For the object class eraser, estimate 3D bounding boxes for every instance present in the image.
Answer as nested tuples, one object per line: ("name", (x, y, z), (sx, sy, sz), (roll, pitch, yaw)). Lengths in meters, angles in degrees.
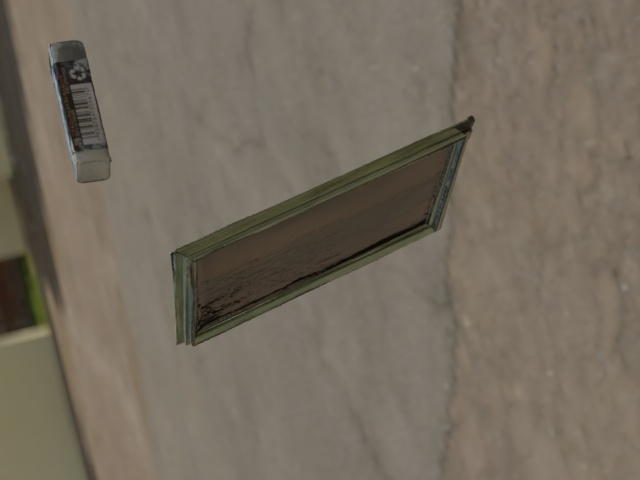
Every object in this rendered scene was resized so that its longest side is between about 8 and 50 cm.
("eraser", (-0.161, -0.086, 1.116), (0.019, 0.027, 0.099), (123, 134, -64))

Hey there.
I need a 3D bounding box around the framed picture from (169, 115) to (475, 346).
("framed picture", (0.000, 0.000, 1.304), (0.014, 0.252, 0.197), (60, 165, 19))
